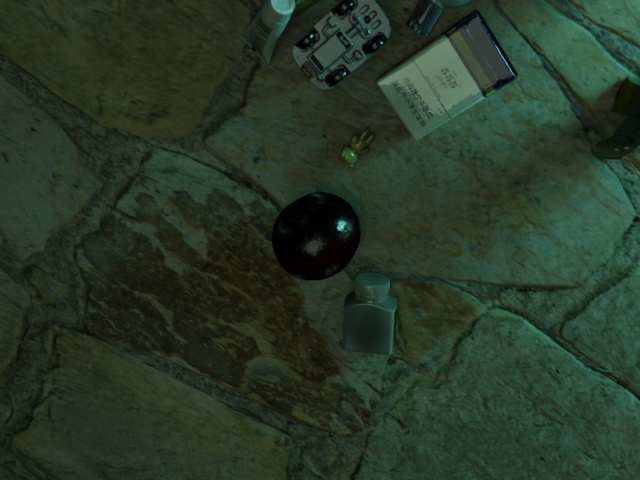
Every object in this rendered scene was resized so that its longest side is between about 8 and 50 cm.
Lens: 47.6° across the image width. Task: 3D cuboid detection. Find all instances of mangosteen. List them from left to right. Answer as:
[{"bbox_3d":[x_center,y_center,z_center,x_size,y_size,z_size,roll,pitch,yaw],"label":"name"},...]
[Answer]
[{"bbox_3d":[-0.007,0.001,1.705,0.216,0.216,0.216,4,113,11],"label":"mangosteen"}]

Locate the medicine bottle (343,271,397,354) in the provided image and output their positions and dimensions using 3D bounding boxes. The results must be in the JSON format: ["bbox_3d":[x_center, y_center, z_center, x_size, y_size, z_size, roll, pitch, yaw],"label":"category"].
[{"bbox_3d":[0.125,0.181,1.806,0.131,0.088,0.189,5,113,10],"label":"medicine bottle"}]

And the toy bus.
[{"bbox_3d":[0.053,-0.430,1.547,0.209,0.136,0.126,-37,100,22],"label":"toy bus"}]

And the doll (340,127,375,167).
[{"bbox_3d":[0.087,-0.213,1.676,0.093,0.051,0.061,-33,130,25],"label":"doll"}]

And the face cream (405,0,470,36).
[{"bbox_3d":[0.274,-0.557,1.482,0.143,0.071,0.291,31,114,0],"label":"face cream"}]

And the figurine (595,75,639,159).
[{"bbox_3d":[0.701,-0.266,1.391,0.167,0.285,0.343,36,116,-5],"label":"figurine"}]

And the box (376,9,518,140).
[{"bbox_3d":[0.271,-0.354,1.566,0.259,0.071,0.168,-30,103,21],"label":"box"}]

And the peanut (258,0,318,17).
[{"bbox_3d":[0.001,-0.564,1.509,0.313,0.149,0.149,-18,107,21],"label":"peanut"}]

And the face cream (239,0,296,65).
[{"bbox_3d":[-0.113,-0.455,1.551,0.092,0.243,0.058,47,69,-6],"label":"face cream"}]
